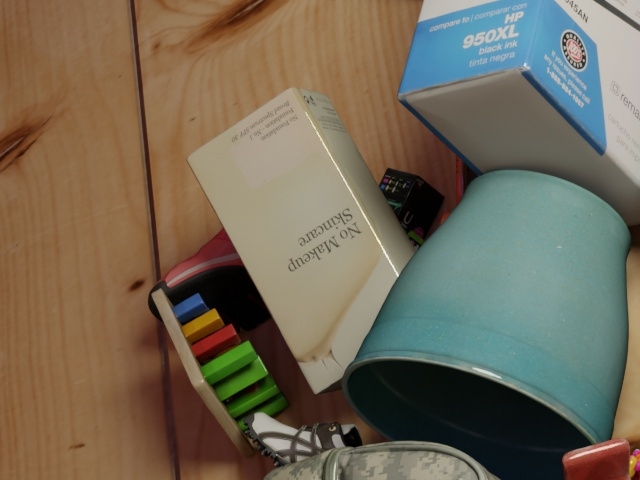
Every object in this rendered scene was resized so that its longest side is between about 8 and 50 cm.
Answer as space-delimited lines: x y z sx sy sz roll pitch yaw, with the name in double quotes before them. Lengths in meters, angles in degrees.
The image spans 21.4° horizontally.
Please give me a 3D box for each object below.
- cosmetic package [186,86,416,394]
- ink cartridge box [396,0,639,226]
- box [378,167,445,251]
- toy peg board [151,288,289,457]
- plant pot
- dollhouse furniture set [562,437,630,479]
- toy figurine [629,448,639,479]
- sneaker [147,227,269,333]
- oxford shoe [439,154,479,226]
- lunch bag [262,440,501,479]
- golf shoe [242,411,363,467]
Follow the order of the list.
"cosmetic package" 0.000 0.000 1.905 0.160 0.113 0.309 -34 77 17
"ink cartridge box" 0.263 -0.246 1.782 0.166 0.285 0.395 -11 53 41
"box" 0.094 -0.032 1.979 0.052 0.062 0.083 17 76 44
"toy peg board" -0.110 0.140 1.986 0.079 0.161 0.160 -29 47 -1
"plant pot" 0.190 0.080 1.710 0.272 0.271 0.255 0 56 39
"dollhouse furniture set" 0.350 0.134 1.488 0.201 0.152 0.374 31 61 25
"toy figurine" 0.344 0.210 1.586 0.159 0.173 0.130 -53 0 -17
"sneaker" -0.071 0.005 2.078 0.314 0.116 0.136 -29 39 14
"oxford shoe" 0.202 -0.061 1.905 0.098 0.097 0.271 5 74 22
"lunch bag" 0.114 0.310 1.588 0.256 0.305 0.212 -21 54 29
"golf shoe" -0.001 0.234 1.895 0.198 0.077 0.094 34 84 35
